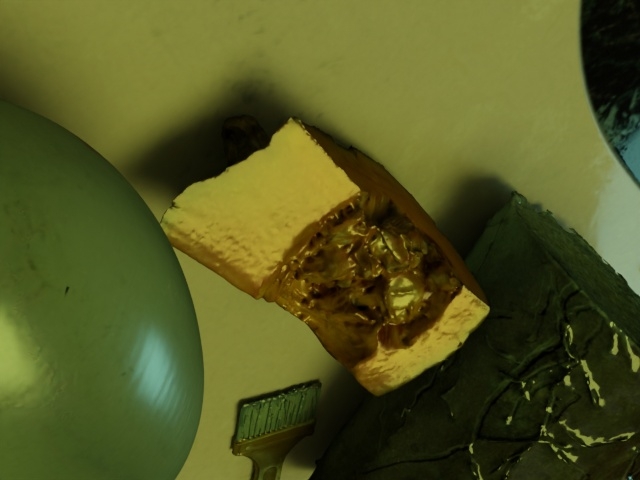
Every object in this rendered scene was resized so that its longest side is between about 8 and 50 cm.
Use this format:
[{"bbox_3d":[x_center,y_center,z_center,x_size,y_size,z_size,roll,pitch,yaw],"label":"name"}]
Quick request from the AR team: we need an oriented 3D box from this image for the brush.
[{"bbox_3d":[-0.048,0.210,1.304,0.083,0.010,0.218,-14,135,-28],"label":"brush"}]

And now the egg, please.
[{"bbox_3d":[-0.188,0.058,0.873,0.230,0.230,0.371,-34,147,-5],"label":"egg"}]

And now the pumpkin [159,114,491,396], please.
[{"bbox_3d":[-0.004,-0.005,1.054,0.131,0.126,0.248,-38,123,12],"label":"pumpkin"}]

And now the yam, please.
[{"bbox_3d":[0.152,0.153,1.238,0.241,0.241,0.348,13,123,-44],"label":"yam"}]
